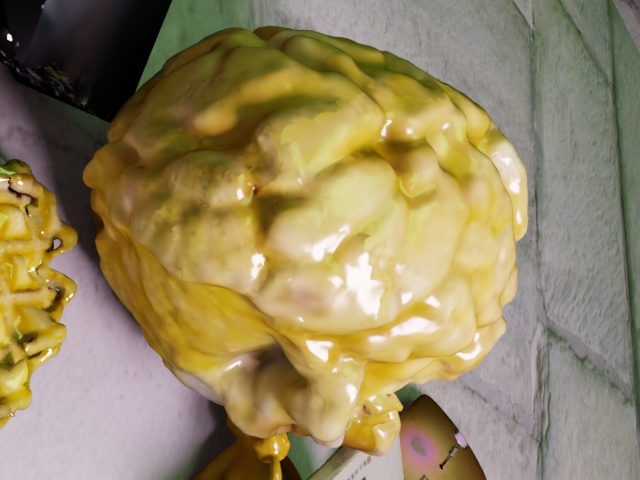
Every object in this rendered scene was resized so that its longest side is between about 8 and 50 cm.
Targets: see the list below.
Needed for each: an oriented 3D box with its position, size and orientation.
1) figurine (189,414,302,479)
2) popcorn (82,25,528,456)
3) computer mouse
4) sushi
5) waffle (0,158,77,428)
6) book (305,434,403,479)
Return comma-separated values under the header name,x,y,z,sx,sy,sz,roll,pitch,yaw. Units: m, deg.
name,x,y,z,sx,sy,sz,roll,pitch,yaw
figurine,-0.058,0.201,0.837,0.121,0.122,0.176,11,54,-15
popcorn,-0.006,-0.017,0.767,0.354,0.344,0.390,-31,132,-17
computer mouse,0.127,0.298,1.095,0.158,0.072,0.310,56,31,7
sushi,-0.220,-0.236,0.644,0.227,0.212,0.216,27,88,-88
waffle,-0.286,0.024,0.606,0.262,0.060,0.281,51,41,-35
book,0.018,0.388,0.836,0.260,0.043,0.371,-30,119,-48
